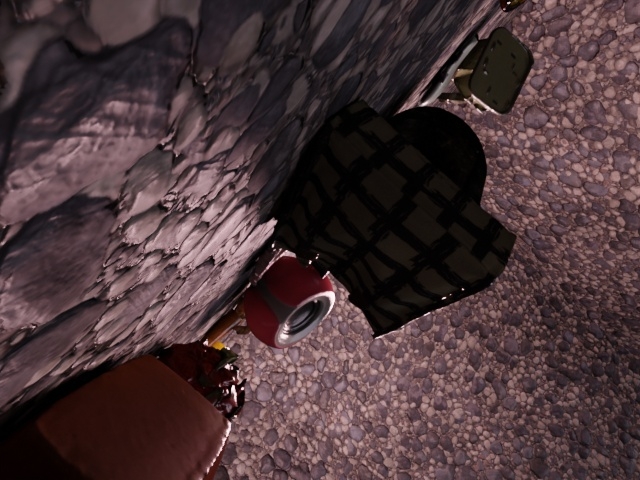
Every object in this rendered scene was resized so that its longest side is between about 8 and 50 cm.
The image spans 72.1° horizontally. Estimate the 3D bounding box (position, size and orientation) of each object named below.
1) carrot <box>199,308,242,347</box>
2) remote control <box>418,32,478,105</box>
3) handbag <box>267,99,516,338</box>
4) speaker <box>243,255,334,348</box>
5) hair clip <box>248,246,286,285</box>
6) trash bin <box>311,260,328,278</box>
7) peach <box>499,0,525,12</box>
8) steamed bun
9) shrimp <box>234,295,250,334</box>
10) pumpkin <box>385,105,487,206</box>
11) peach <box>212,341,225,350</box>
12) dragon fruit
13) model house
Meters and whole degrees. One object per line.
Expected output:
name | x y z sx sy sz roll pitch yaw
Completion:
carrot | -0.360 0.321 1.483 0.210 0.061 0.061 -42 175 -27
remote control | 0.385 -0.506 1.327 0.256 0.045 0.097 -53 179 41
handbag | 0.090 -0.008 0.748 0.162 0.325 0.327 -43 175 -41
speaker | -0.105 0.199 1.384 0.294 0.294 0.294 -48 178 -2
hair clip | -0.069 -0.001 1.121 0.300 0.069 0.173 -37 175 -11
trash bin | 0.000 0.000 1.302 0.175 0.161 0.175 -51 177 -4
peach | 0.450 -0.588 0.861 0.279 0.068 0.189 -46 170 10
steamed bun | -0.283 0.325 0.566 0.248 0.235 0.379 -50 178 0
shrimp | -0.264 0.274 1.570 0.059 0.145 0.254 15 131 -36
pumpkin | 0.244 -0.127 1.175 0.454 0.344 0.453 15 90 -83
peach | -0.453 0.476 1.751 0.179 0.103 0.179 -48 175 -6
dragon fruit | -0.291 0.347 0.926 0.293 0.234 0.234 -51 178 0
model house | 0.493 -0.543 1.434 0.218 0.205 0.279 -64 -149 5
